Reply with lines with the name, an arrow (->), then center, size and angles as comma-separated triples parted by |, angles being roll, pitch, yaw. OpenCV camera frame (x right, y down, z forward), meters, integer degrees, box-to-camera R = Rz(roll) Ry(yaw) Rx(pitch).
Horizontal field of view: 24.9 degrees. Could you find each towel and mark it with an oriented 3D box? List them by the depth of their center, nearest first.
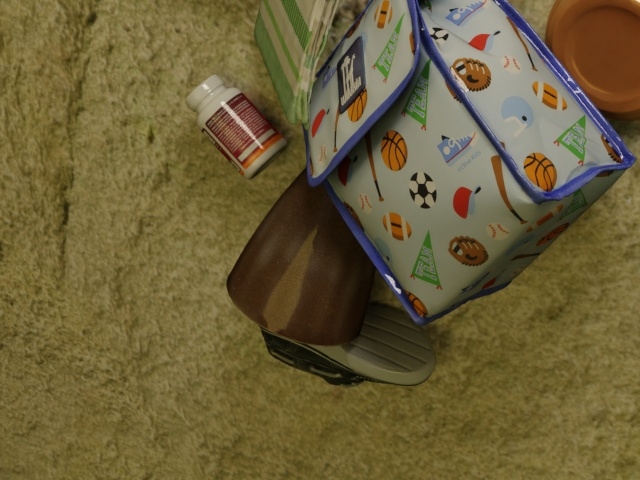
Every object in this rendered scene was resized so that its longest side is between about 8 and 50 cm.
towel -> -0.023, -0.345, 1.923 | 0.248, 0.038, 0.325 | -112, 27, -45

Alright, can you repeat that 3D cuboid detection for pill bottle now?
pill bottle -> -0.128, -0.172, 2.161 | 0.152, 0.086, 0.086 | 48, 133, 1

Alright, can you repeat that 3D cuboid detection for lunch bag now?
lunch bag -> 0.151, -0.139, 1.881 | 0.385, 0.239, 0.328 | 58, 139, 15

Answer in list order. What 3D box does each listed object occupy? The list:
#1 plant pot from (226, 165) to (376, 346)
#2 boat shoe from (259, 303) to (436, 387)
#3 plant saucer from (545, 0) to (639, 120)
plant pot -> 0.000, 0.000, 2.113 | 0.215, 0.215, 0.230 | 31, 117, 17
boat shoe -> 0.044, 0.166, 2.242 | 0.335, 0.121, 0.119 | 20, 135, 38
plant saucer -> 0.368, -0.237, 1.798 | 0.200, 0.037, 0.200 | 18, 127, 26
